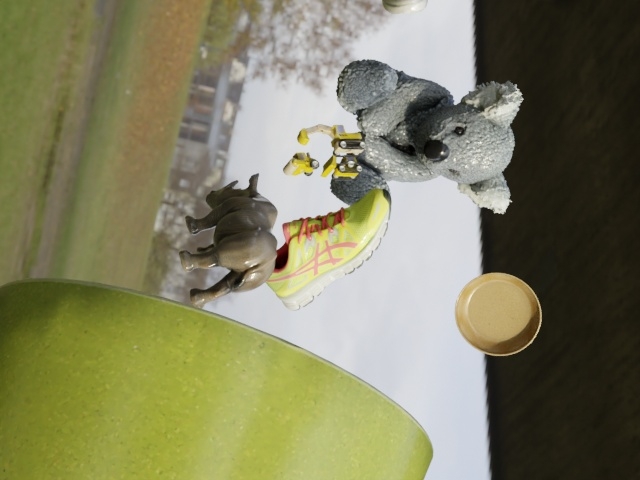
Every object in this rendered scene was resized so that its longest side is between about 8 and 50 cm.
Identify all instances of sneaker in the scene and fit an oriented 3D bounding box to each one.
[{"bbox_3d":[0.000,0.000,1.229,0.208,0.094,0.081,-42,-158,21],"label":"sneaker"},{"bbox_3d":[0.140,-0.475,1.743,0.212,0.080,0.094,-95,174,-49],"label":"sneaker"}]

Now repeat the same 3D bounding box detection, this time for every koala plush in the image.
[{"bbox_3d":[0.156,-0.136,1.298,0.203,0.221,0.196,-20,117,-54],"label":"koala plush"}]

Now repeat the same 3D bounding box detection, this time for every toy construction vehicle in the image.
[{"bbox_3d":[0.009,-0.103,1.148,0.086,0.098,0.035,131,-47,-58],"label":"toy construction vehicle"}]

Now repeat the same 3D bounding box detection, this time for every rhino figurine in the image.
[{"bbox_3d":[-0.102,-0.013,1.181,0.243,0.106,0.073,-96,167,-60],"label":"rhino figurine"}]

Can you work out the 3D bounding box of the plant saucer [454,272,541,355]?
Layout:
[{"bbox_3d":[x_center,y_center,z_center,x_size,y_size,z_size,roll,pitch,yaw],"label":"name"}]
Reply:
[{"bbox_3d":[0.173,0.070,0.967,0.015,0.083,0.083,-34,141,-70],"label":"plant saucer"}]

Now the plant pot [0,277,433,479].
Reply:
[{"bbox_3d":[-0.109,0.213,0.530,0.275,0.274,0.293,128,-17,-64],"label":"plant pot"}]
